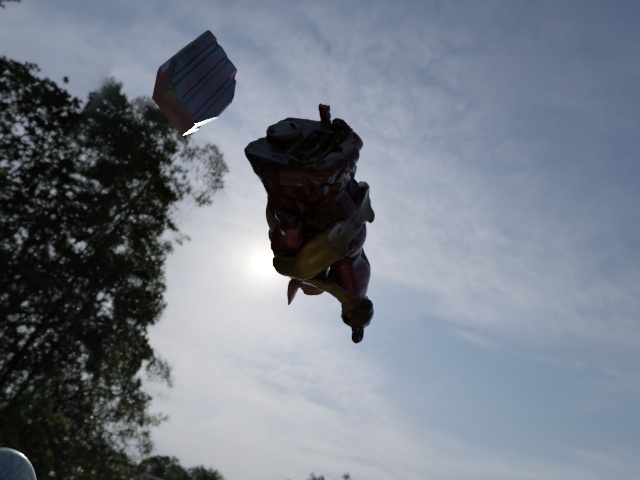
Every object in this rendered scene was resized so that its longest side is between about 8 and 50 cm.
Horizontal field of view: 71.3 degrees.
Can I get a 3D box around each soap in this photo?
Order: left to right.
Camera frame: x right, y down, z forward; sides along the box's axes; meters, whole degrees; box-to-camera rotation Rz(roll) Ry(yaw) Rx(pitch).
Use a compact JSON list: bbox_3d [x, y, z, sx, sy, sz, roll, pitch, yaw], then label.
[{"bbox_3d":[-0.185,-0.230,0.663,0.056,0.149,0.100,-13,-52,37],"label":"soap"}]

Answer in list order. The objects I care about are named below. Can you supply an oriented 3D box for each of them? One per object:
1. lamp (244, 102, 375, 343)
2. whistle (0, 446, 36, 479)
[{"bbox_3d":[0.000,0.000,0.463,0.119,0.118,0.253,3,-46,16],"label":"lamp"},{"bbox_3d":[-0.328,0.307,0.463,0.057,0.104,0.198,-13,-70,8],"label":"whistle"}]
